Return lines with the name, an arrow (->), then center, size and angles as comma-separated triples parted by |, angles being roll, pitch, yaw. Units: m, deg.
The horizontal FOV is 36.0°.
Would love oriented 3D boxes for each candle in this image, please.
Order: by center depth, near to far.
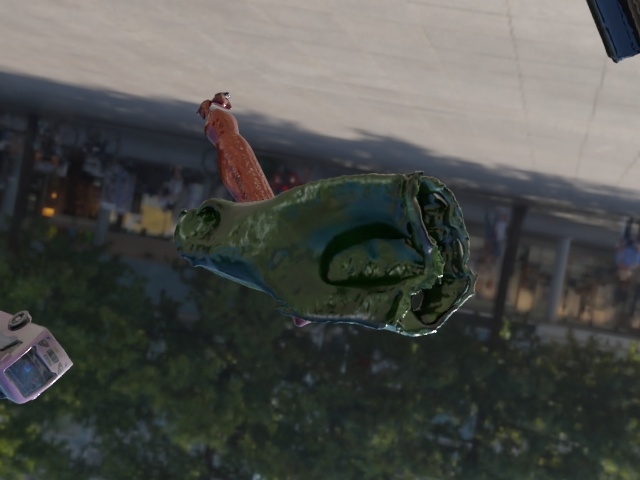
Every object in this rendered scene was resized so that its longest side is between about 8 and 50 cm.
candle -> -0.075, -0.040, 1.192 | 0.048, 0.329, 0.051 | -10, 151, -32

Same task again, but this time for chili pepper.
chili pepper -> 0.000, 0.000, 0.672 | 0.216, 0.108, 0.062 | 7, -177, 16

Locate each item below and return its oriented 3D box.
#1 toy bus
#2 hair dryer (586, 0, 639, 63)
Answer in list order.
toy bus -> -0.218, 0.070, 0.650 | 0.130, 0.052, 0.037 | 10, 136, 46
hair dryer -> 0.349, -0.298, 0.898 | 0.251, 0.197, 0.089 | -22, -172, 9
